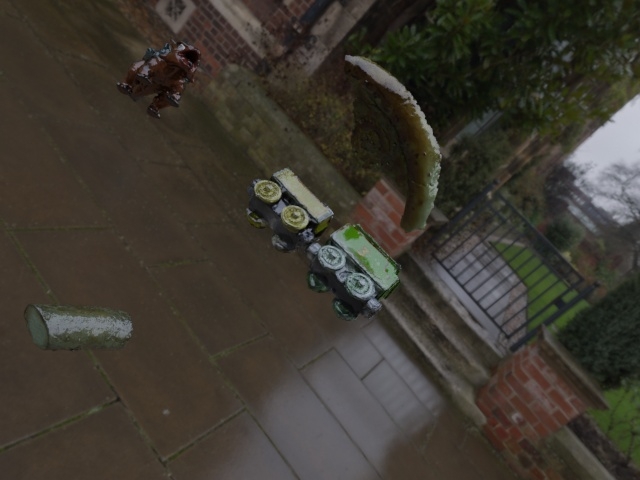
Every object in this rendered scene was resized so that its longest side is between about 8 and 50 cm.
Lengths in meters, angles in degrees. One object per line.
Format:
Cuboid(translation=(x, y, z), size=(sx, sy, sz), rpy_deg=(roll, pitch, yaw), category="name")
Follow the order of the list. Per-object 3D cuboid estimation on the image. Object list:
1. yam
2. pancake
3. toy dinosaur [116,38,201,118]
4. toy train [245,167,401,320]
Cuboid(translation=(-0.221, 0.081, 0.461), size=(0.094, 0.043, 0.043), rpy_deg=(15, 35, -56), category="yam")
Cuboid(translation=(0.129, -0.185, 0.990), size=(0.054, 0.197, 0.377), rpy_deg=(-33, 102, -38), category="pancake")
Cuboid(translation=(-0.150, -0.148, 0.459), size=(0.049, 0.055, 0.154), rpy_deg=(35, -19, -35), category="toy dinosaur")
Cuboid(translation=(0.000, 0.000, 0.559), size=(0.202, 0.060, 0.081), rpy_deg=(46, 50, 13), category="toy train")
